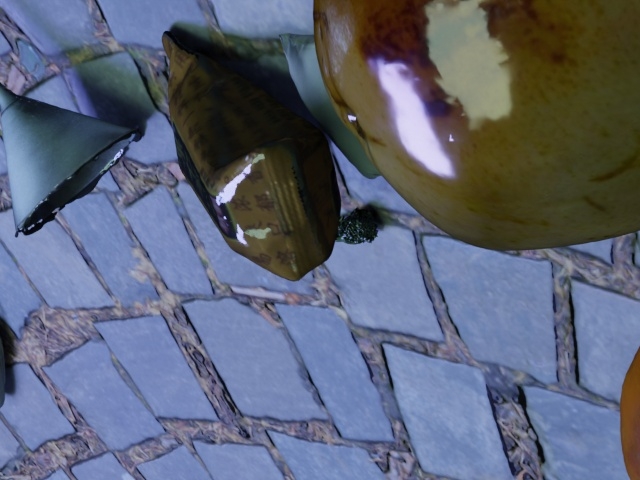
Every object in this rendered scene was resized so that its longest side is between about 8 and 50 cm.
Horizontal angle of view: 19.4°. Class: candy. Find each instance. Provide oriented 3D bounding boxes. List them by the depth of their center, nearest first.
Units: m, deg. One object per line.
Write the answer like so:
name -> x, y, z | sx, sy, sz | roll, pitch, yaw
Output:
candy -> -0.066, -0.071, 1.526 | 0.271, 0.101, 0.143 | 47, 158, 55

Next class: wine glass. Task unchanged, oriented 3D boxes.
wine glass -> -0.290, -0.134, 1.692 | 0.232, 0.156, 0.156 | 49, 145, 0

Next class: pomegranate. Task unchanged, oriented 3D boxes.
pomegranate -> 0.156, -0.142, 1.104 | 0.319, 0.319, 0.319 | 27, 141, 24

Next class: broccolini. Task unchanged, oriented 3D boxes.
broccolini -> 0.000, 0.000, 1.619 | 0.140, 0.035, 0.030 | -17, 109, 53

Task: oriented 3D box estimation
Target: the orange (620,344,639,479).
orange -> 0.339, 0.143, 1.253 | 0.284, 0.226, 0.284 | 30, 149, 20

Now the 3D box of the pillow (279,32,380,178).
pillow -> 0.087, -0.109, 1.380 | 0.254, 0.078, 0.144 | -2, 123, 49

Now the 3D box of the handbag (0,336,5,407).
handbag -> -0.464, 0.085, 2.153 | 0.256, 0.079, 0.219 | 29, 131, 23
